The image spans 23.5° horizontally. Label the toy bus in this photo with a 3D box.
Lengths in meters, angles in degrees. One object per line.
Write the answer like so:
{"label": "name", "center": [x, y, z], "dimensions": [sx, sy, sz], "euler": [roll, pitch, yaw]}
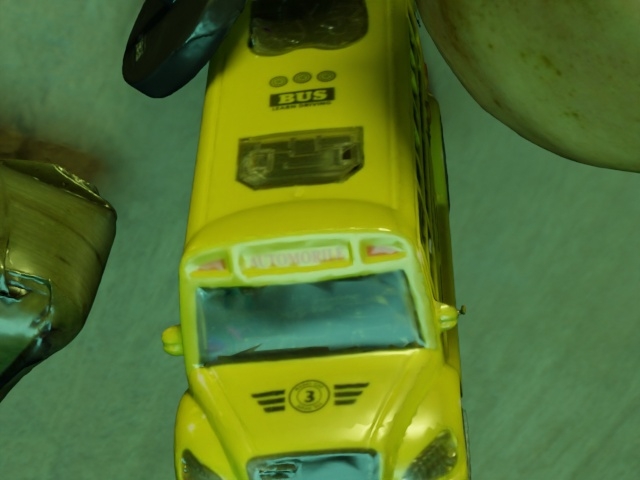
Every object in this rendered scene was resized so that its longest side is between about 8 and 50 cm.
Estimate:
{"label": "toy bus", "center": [0.000, 0.000, 0.797], "dimensions": [0.144, 0.330, 0.152], "euler": [-5, 130, 5]}

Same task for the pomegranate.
{"label": "pomegranate", "center": [0.141, -0.166, 0.696], "dimensions": [0.270, 0.252, 0.229], "euler": [29, 147, -28]}

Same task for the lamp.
{"label": "lamp", "center": [-0.220, -0.155, 0.795], "dimensions": [0.371, 0.130, 0.108], "euler": [9, 118, -15]}

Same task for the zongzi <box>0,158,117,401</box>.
{"label": "zongzi", "center": [-0.355, 0.023, 0.939], "dimensions": [0.360, 0.160, 0.323], "euler": [27, 127, -23]}
